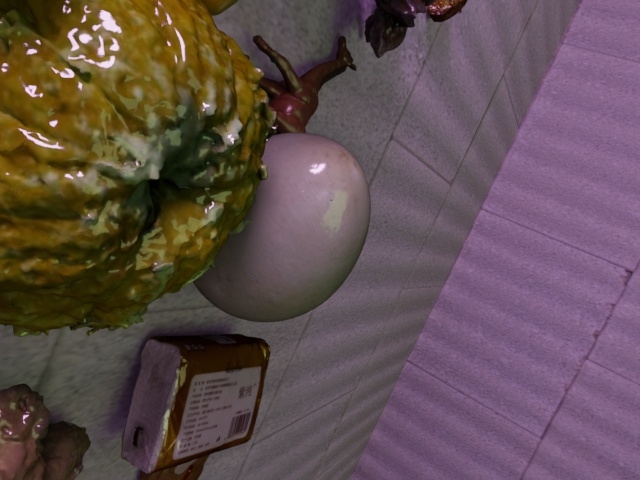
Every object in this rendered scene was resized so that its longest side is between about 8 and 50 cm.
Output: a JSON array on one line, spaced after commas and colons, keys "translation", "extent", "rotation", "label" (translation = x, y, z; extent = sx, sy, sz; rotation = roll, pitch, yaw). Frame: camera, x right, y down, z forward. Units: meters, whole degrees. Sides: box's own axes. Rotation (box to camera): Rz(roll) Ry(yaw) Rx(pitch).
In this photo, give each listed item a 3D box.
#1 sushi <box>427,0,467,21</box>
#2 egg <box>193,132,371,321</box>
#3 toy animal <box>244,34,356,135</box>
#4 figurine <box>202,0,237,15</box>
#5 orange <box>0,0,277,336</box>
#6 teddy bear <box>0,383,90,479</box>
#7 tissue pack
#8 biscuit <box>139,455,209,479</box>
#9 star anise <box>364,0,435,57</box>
[{"translation": [0.258, -0.480, 1.001], "extent": [0.118, 0.062, 0.060], "rotation": [-58, 167, -8], "label": "sushi"}, {"translation": [-0.050, -0.019, 0.626], "extent": [0.218, 0.218, 0.295], "rotation": [-37, 177, -44], "label": "egg"}, {"translation": [-0.028, -0.219, 0.711], "extent": [0.230, 0.066, 0.224], "rotation": [16, 82, -55], "label": "toy animal"}, {"translation": [-0.088, -0.308, 0.253], "extent": [0.338, 0.284, 0.204], "rotation": [-2, 81, -66], "label": "figurine"}, {"translation": [-0.172, -0.063, 0.397], "extent": [0.301, 0.223, 0.300], "rotation": [-60, 150, -6], "label": "orange"}, {"translation": [-0.335, 0.250, 0.471], "extent": [0.267, 0.156, 0.256], "rotation": [-39, 144, -39], "label": "teddy bear"}, {"translation": [-0.181, 0.239, 0.781], "extent": [0.226, 0.092, 0.183], "rotation": [16, 84, -58], "label": "tissue pack"}, {"translation": [-0.239, 0.367, 0.904], "extent": [0.186, 0.044, 0.295], "rotation": [-23, 134, -52], "label": "biscuit"}, {"translation": [0.132, -0.375, 0.757], "extent": [0.197, 0.073, 0.212], "rotation": [-52, -162, 23], "label": "star anise"}]
